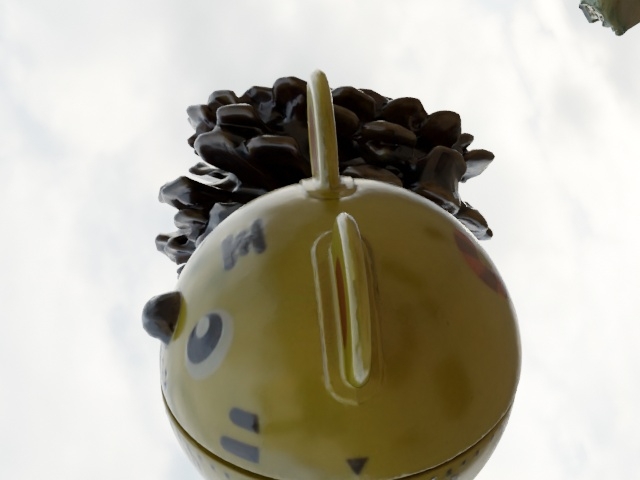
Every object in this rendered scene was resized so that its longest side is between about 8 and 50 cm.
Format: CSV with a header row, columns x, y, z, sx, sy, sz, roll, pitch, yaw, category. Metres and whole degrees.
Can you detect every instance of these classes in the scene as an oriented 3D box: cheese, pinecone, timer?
x,y,z,sx,sy,sz,roll,pitch,yaw,category
0.317,-0.265,1.829,0.171,0.047,0.092,-39,-45,-26,cheese
0.000,0.000,2.144,0.397,0.397,0.398,35,-138,-40,pinecone
0.011,0.074,1.730,0.376,0.376,0.387,-71,-19,-49,timer
